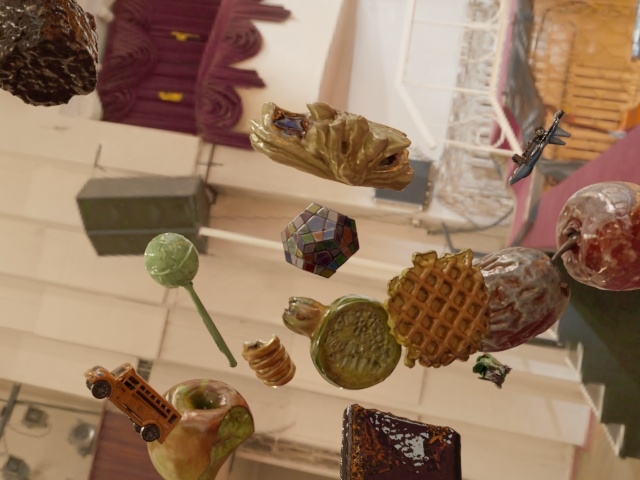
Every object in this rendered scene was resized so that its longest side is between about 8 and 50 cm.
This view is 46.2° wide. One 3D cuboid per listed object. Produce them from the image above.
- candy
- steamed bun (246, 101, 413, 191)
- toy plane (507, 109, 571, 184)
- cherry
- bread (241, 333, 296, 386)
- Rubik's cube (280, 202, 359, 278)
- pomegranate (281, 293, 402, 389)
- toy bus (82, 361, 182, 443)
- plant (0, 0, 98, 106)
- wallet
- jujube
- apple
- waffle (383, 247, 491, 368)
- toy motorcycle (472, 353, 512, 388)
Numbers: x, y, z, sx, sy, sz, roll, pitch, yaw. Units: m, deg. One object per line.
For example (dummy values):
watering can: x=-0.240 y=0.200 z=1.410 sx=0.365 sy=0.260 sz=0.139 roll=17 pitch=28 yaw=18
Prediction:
candy: x=-0.284 y=0.159 z=1.781 sx=0.119 sy=0.119 sz=0.440 roll=-70 pitch=-33 yaw=-44
steamed bun: x=0.058 y=-0.223 z=1.716 sx=0.247 sy=0.428 sz=0.189 roll=-107 pitch=37 yaw=-56
toy plane: x=0.553 y=-0.230 z=1.953 sx=0.246 sy=0.078 sz=0.169 roll=-40 pitch=-17 yaw=-18
cherry: x=0.788 y=-0.009 z=1.973 sx=0.335 sy=0.326 sz=0.291 roll=-4 pitch=-69 yaw=-35
bread: x=-0.143 y=0.337 z=2.101 sx=0.177 sy=0.119 sz=0.084 roll=58 pitch=-154 yaw=-19
Rubik's cube: x=0.000 y=0.000 z=1.046 sx=0.111 sy=0.111 sz=0.093 roll=12 pitch=-79 yaw=-80
pomegranate: x=0.038 y=0.202 z=1.532 sx=0.159 sy=0.240 sz=0.190 roll=-170 pitch=78 yaw=-77
toy bus: x=-0.361 y=0.300 z=1.437 sx=0.088 sy=0.194 sz=0.083 roll=-48 pitch=20 yaw=-17
plant: x=-0.597 y=-0.458 z=1.602 sx=0.215 sy=0.213 sz=0.312 roll=47 pitch=-153 yaw=-58
wallet: x=0.098 y=0.364 z=0.917 sx=0.044 sy=0.170 sz=0.321 roll=115 pitch=165 yaw=-48
jujube: x=0.475 y=0.149 z=1.893 sx=0.308 sy=0.246 sz=0.215 roll=-45 pitch=15 yaw=32
apple: x=-0.272 y=0.446 z=1.712 sx=0.246 sy=0.246 sz=0.226 roll=-60 pitch=-21 yaw=-62
waffle: x=0.231 y=0.133 z=1.469 sx=0.058 sy=0.237 sz=0.243 roll=3 pitch=107 yaw=65
toy motorcycle: x=0.505 y=0.378 z=2.217 sx=0.074 sy=0.106 sz=0.190 roll=-65 pitch=-18 yaw=10
